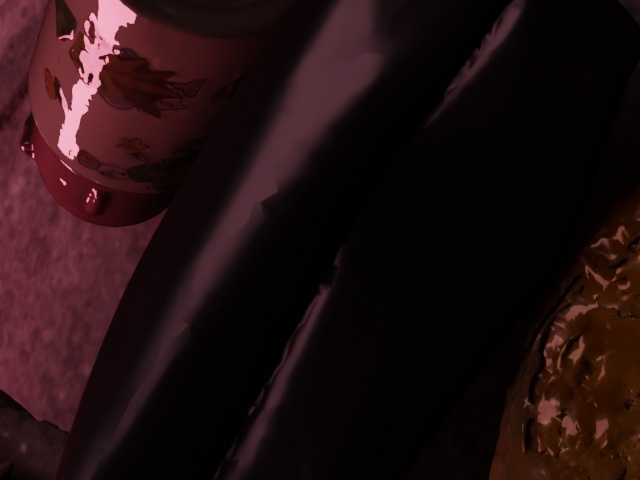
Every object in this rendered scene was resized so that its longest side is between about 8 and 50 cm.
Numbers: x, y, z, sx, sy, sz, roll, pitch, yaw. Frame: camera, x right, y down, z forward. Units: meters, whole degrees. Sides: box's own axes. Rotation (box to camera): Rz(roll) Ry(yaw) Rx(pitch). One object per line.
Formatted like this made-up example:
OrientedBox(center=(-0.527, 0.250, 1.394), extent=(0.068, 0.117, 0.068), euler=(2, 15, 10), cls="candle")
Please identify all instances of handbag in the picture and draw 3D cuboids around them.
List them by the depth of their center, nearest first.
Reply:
OrientedBox(center=(0.000, 0.000, 0.906), extent=(0.342, 0.152, 0.288), euler=(-58, 10, 10), cls="handbag")

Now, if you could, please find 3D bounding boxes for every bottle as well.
OrientedBox(center=(-0.086, -0.091, 1.012), extent=(0.253, 0.120, 0.120), euler=(121, 144, -60), cls="bottle")

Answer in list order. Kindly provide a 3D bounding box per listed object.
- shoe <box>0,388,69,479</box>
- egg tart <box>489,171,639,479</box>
OrientedBox(center=(-0.210, 0.165, 1.052), extent=(0.351, 0.172, 0.198), euler=(22, 101, 31), cls="shoe")
OrientedBox(center=(0.190, 0.081, 0.782), extent=(0.291, 0.107, 0.291), euler=(-19, 56, 30), cls="egg tart")
